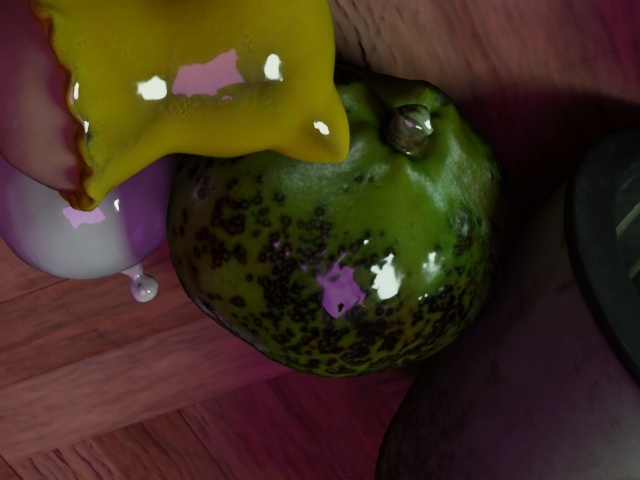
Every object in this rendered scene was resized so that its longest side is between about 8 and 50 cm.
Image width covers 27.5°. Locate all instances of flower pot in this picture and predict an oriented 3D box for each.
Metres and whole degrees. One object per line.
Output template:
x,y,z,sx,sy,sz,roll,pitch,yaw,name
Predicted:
0.204,0.130,0.936,0.294,0.293,0.330,22,133,-19,flower pot

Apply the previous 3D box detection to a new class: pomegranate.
0.003,-0.016,0.891,0.222,0.276,0.204,18,88,-14,pomegranate

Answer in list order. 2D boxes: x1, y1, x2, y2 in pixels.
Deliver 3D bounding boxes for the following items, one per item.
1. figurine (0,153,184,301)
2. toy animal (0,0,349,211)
-0.162,-0.071,0.859,0.144,0.182,0.256,20,151,38,figurine
-0.100,-0.095,0.705,0.230,0.156,0.156,-16,130,-12,toy animal
